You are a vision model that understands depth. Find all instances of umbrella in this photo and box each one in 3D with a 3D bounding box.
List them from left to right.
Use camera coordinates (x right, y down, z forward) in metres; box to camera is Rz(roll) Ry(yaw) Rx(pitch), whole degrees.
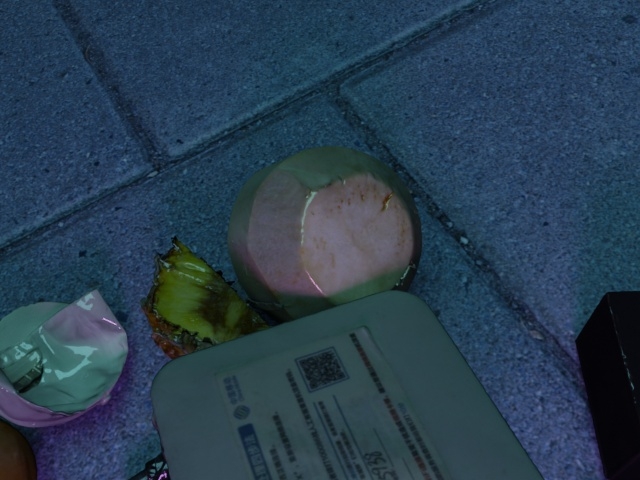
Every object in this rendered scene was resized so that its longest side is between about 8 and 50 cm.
[{"bbox_3d":[-0.201,0.328,1.069,0.236,0.059,0.066,-31,36,-10],"label":"umbrella"}]

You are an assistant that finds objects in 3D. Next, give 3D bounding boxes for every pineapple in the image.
[{"bbox_3d":[-0.192,0.161,1.093,0.335,0.161,0.158,39,34,17],"label":"pineapple"}]

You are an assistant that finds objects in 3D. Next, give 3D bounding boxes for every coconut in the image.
[{"bbox_3d":[0.000,0.000,1.114,0.323,0.323,0.322,-3,58,5],"label":"coconut"}]

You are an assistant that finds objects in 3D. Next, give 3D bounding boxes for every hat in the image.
[{"bbox_3d":[-0.488,0.217,1.133,0.302,0.167,0.258,-10,16,28],"label":"hat"}]

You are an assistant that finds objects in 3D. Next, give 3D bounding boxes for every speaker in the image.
[{"bbox_3d":[0.527,0.203,0.976,0.254,0.184,0.232,-3,58,2],"label":"speaker"}]

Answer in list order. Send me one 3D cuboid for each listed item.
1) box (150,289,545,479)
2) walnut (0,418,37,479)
[{"bbox_3d":[0.022,0.265,0.825,0.397,0.111,0.395,-16,47,-15],"label":"box"},{"bbox_3d":[-0.559,0.341,1.026,0.298,0.203,0.203,23,64,23],"label":"walnut"}]
